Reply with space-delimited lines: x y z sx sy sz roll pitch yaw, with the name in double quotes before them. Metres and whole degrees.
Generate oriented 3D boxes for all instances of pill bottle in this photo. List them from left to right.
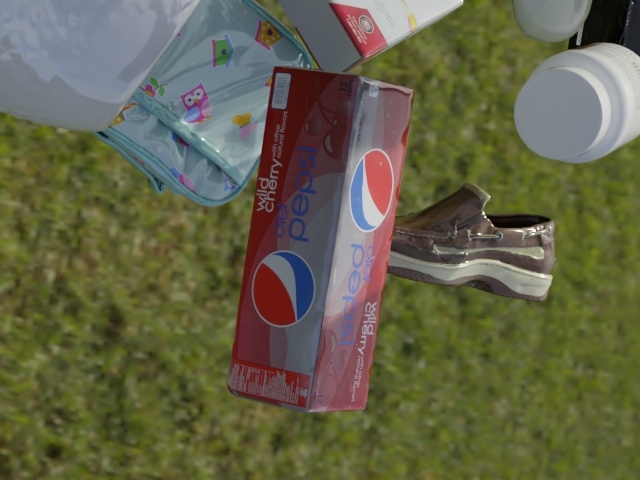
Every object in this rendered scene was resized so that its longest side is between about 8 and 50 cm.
"pill bottle" 0.304 -0.158 1.934 0.229 0.131 0.131 -24 118 -65

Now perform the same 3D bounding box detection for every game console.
"game console" 0.386 -0.268 2.179 0.071 0.107 0.122 -33 133 -61

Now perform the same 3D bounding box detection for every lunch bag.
"lunch bag" -0.153 -0.174 1.779 0.279 0.108 0.224 38 80 -31

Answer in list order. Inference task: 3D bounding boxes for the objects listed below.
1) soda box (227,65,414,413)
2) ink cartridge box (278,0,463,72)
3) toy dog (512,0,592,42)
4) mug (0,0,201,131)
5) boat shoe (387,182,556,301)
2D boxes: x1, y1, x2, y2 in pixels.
"soda box" 0.000 0.000 1.310 0.092 0.083 0.263 7 93 -58
"ink cartridge box" 0.051 -0.265 1.781 0.175 0.072 0.127 -32 91 -40
"toy dog" 0.351 -0.262 0.900 0.284 0.408 0.395 -23 120 -62
"mug" -0.261 -0.266 1.427 0.276 0.328 0.374 -51 -172 14
"boat shoe" 0.119 -0.010 1.547 0.257 0.095 0.095 10 99 -42
